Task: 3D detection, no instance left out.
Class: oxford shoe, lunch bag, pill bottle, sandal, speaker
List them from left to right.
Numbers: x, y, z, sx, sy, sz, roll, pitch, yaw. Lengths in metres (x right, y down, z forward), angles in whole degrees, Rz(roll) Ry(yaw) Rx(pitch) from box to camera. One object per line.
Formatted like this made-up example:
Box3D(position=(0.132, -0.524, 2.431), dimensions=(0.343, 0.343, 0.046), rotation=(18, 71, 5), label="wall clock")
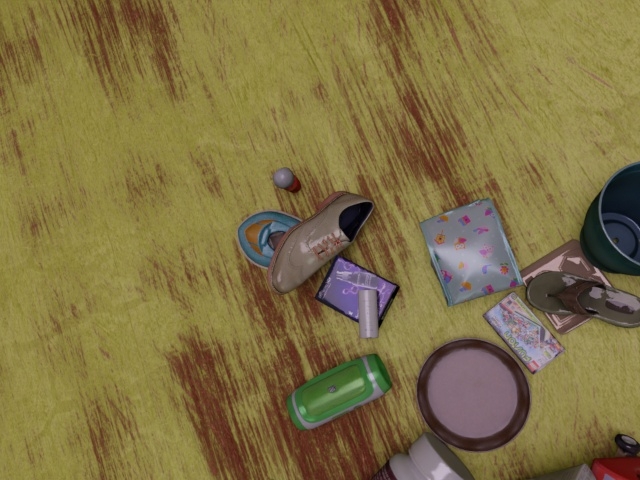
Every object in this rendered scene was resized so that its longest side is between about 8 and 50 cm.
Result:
Box3D(position=(0.000, 0.000, 1.544), dimensions=(0.397, 0.140, 0.146), rotation=(-51, 30, -18), label="oxford shoe")
Box3D(position=(0.053, 0.443, 1.553), dimensions=(0.296, 0.131, 0.131), rotation=(-29, 76, 9), label="speaker")
Box3D(position=(0.134, 0.204, 1.489), dimensions=(0.055, 0.055, 0.136), rotation=(-4, 82, 14), label="speaker")
Box3D(position=(0.217, 0.724, 1.419), dimensions=(0.224, 0.224, 0.392), rotation=(42, 94, 16), label="pill bottle")
Box3D(position=(0.418, 0.031, 1.500), dimensions=(0.223, 0.160, 0.263), rotation=(-20, 83, 12), label="lunch bag")
Box3D(position=(0.705, 0.150, 1.404), dimensions=(0.302, 0.086, 0.120), rotation=(10, 82, 19), label="sandal")

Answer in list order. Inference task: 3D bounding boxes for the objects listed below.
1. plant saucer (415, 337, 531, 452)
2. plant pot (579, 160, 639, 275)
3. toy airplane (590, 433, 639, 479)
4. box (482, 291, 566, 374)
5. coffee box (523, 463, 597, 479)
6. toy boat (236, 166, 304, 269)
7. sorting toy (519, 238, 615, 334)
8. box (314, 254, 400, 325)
Box3D(position=(0.428, 0.431, 1.497), dimensions=(0.310, 0.050, 0.311), rotation=(-2, 82, 15), label="plant saucer")
Box3D(position=(0.799, -0.027, 1.345), dimensions=(0.271, 0.255, 0.272), rotation=(-2, 74, 6), label="plant pot")
Box3D(position=(0.887, 0.629, 1.231), dimensions=(0.384, 0.272, 0.386), rotation=(-31, 92, 19), label="toy airplane")
Box3D(position=(0.569, 0.258, 1.490), dimensions=(0.114, 0.036, 0.207), rotation=(-41, 75, 6), label="box")
Box3D(position=(0.518, 0.780, 1.212), dimensions=(0.338, 0.337, 0.335), rotation=(-41, 73, 38), label="coffee box")
Box3D(position=(-0.134, -0.065, 1.660), dimensions=(0.267, 0.148, 0.319), rotation=(12, 86, 16), label="toy boat")
Box3D(position=(0.691, 0.129, 1.481), dimensions=(0.193, 0.038, 0.208), rotation=(-33, 71, 8), label="sorting toy")
Box3D(position=(0.111, 0.156, 1.587), dimensions=(0.207, 0.108, 0.153), rotation=(26, 90, 16), label="box")
